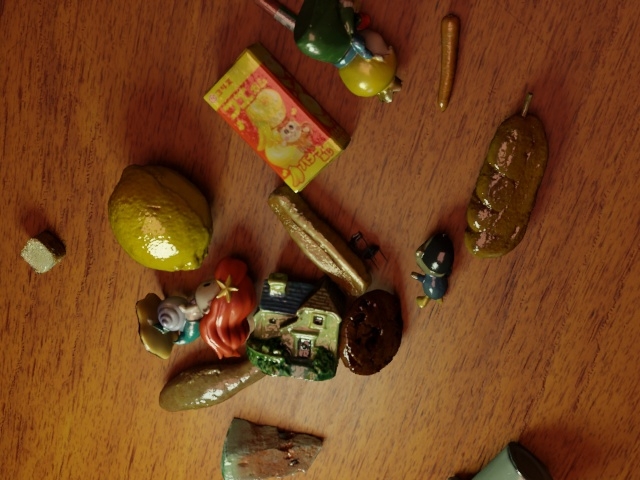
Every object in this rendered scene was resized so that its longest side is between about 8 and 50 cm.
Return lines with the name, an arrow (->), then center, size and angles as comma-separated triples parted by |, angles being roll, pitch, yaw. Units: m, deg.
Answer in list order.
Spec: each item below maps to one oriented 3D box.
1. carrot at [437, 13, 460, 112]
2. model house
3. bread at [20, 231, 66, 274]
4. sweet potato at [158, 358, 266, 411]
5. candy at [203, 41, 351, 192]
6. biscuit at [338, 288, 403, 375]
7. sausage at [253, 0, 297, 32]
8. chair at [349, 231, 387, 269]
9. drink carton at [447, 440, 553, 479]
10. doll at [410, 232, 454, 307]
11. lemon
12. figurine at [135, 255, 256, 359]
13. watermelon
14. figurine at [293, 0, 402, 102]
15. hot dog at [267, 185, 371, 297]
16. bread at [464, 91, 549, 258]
carrot -> 0.242, -0.333, 1.602 | 0.037, 0.037, 0.190 | 6, 115, 12
model house -> -0.054, 0.171, 1.809 | 0.214, 0.195, 0.189 | 9, 106, 7
bread -> -0.638, 0.025, 1.951 | 0.077, 0.070, 0.083 | -39, 100, 25
sweet potato -> -0.228, 0.322, 1.956 | 0.385, 0.109, 0.109 | -22, 105, 21
candy -> -0.085, -0.246, 1.691 | 0.276, 0.088, 0.146 | 44, 116, -7
biscuit -> 0.112, 0.197, 1.786 | 0.049, 0.192, 0.192 | 22, 121, 41
sausage -> -0.045, -0.418, 1.641 | 0.223, 0.029, 0.029 | 36, 116, -2
chair -> 0.102, 0.022, 1.789 | 0.037, 0.042, 0.086 | -51, 58, 25
drink carton -> 0.411, 0.569, 1.862 | 0.185, 0.191, 0.189 | 43, 109, -4
doll -> 0.234, 0.057, 1.743 | 0.102, 0.089, 0.179 | -9, 130, -26
lemon -> -0.334, -0.045, 1.776 | 0.204, 0.204, 0.260 | -32, 102, 23
figurine -> -0.251, 0.164, 1.869 | 0.257, 0.181, 0.208 | -19, 67, 19
watermelon -> -0.117, 0.506, 2.001 | 0.241, 0.154, 0.094 | 1, 113, -1
figurine -> 0.067, -0.377, 1.592 | 0.234, 0.185, 0.127 | 22, 148, -22
hot dog -> 0.001, -0.001, 1.781 | 0.289, 0.068, 0.083 | 49, 129, -5
bread -> 0.362, -0.122, 1.635 | 0.124, 0.084, 0.344 | 5, 115, -12
